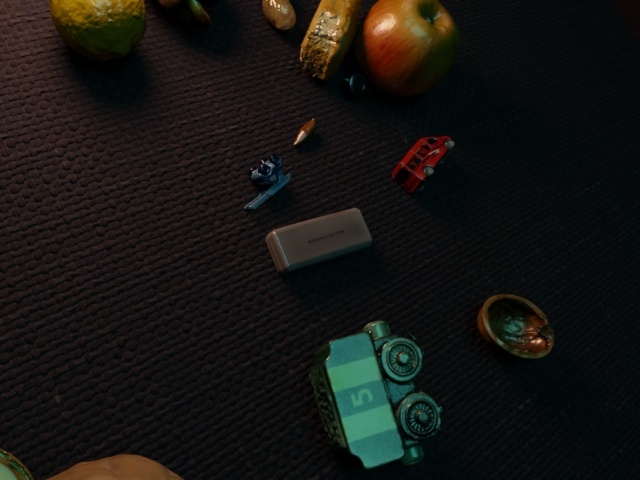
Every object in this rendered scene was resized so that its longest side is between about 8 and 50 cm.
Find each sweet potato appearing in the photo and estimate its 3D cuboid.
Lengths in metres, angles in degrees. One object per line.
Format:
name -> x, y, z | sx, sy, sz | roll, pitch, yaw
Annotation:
sweet potato -> -0.038, -0.263, 1.517 | 0.034, 0.034, 0.095 | 40, 68, -7

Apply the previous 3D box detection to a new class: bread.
bread -> 0.030, -0.538, 1.582 | 0.121, 0.174, 0.246 | 27, 52, -9

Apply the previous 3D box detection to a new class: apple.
apple -> 0.232, -0.524, 1.640 | 0.286, 0.233, 0.286 | 12, 62, -24

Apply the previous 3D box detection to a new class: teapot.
teapot -> 0.093, -0.410, 1.636 | 0.100, 0.045, 0.068 | 20, 84, -38

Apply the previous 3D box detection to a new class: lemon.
lemon -> -0.469, -0.487, 1.299 | 0.192, 0.192, 0.231 | -24, 87, -32

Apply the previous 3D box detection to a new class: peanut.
peanut -> -0.111, -0.631, 1.603 | 0.089, 0.089, 0.193 | -4, 76, -28

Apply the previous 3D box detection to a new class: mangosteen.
mangosteen -> -0.320, -0.615, 1.429 | 0.215, 0.215, 0.258 | -30, 106, -33

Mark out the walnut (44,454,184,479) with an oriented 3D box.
walnut -> -0.321, 0.482, 0.867 | 0.381, 0.381, 0.381 | 10, 65, -23

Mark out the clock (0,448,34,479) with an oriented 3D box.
clock -> -0.561, 0.434, 0.950 | 0.237, 0.057, 0.237 | 9, 66, -22

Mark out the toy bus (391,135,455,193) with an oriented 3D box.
toy bus -> 0.274, -0.214, 1.627 | 0.089, 0.081, 0.195 | 39, 58, 4

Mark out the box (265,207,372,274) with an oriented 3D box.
box -> 0.000, 0.000, 1.412 | 0.243, 0.055, 0.103 | -16, 78, -31

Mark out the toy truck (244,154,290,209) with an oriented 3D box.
toy truck -> -0.134, -0.134, 1.401 | 0.136, 0.063, 0.074 | -42, 111, -30

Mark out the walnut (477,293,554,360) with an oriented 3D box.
walnut -> 0.471, 0.223, 1.536 | 0.211, 0.087, 0.167 | 18, 56, -13

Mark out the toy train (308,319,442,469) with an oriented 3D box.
toy train -> 0.110, 0.326, 1.279 | 0.238, 0.167, 0.299 | -10, 73, -19
